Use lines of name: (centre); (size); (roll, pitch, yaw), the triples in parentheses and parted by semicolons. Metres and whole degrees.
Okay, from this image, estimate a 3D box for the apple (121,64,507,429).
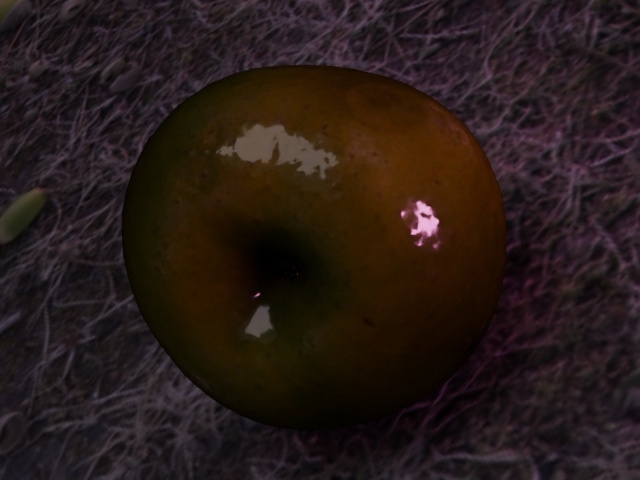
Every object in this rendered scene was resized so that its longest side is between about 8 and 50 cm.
apple: (0.000, 0.000, 0.923); (0.196, 0.196, 0.157); (-13, 17, 30)
